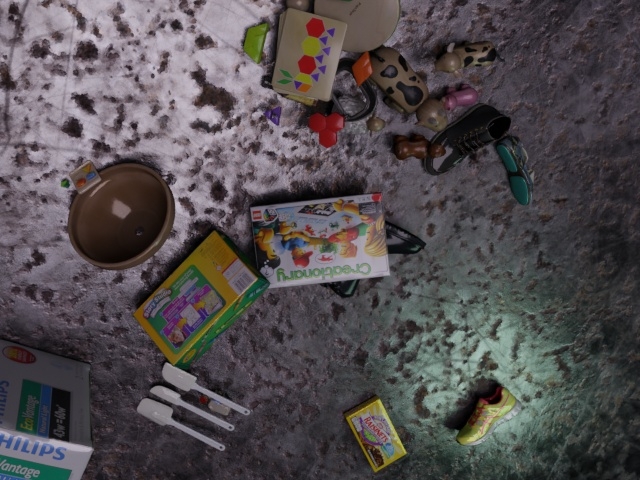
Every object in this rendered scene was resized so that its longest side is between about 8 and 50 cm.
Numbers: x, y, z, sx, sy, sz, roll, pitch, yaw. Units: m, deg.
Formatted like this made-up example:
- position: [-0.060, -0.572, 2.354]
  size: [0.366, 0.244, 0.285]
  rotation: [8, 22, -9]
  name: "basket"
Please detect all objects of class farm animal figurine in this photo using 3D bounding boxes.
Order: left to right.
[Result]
- position: [0.229, -0.338, 1.723]
  size: [0.326, 0.172, 0.330]
  rotation: [23, 101, -21]
  name: "farm animal figurine"

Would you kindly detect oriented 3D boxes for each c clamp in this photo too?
- position: [0.044, -0.321, 1.669]
  size: [0.137, 0.022, 0.161]
  rotation: [-38, 82, 18]
  name: "c clamp"

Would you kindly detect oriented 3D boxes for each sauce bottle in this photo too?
- position: [-0.066, -0.335, 1.714]
  size: [0.128, 0.042, 0.042]
  rotation: [17, 103, -11]
  name: "sauce bottle"

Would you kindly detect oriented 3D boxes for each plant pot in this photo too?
- position: [-0.411, -0.037, 1.654]
  size: [0.237, 0.237, 0.110]
  rotation: [-35, 154, -2]
  name: "plant pot"

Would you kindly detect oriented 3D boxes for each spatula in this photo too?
- position: [-0.310, 0.415, 1.883]
  size: [0.242, 0.019, 0.168]
  rotation: [30, 104, -12]
  name: "spatula"

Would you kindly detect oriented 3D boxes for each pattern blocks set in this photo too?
- position: [-0.026, -0.390, 1.638]
  size: [0.285, 0.026, 0.325]
  rotation: [26, 111, 8]
  name: "pattern blocks set"

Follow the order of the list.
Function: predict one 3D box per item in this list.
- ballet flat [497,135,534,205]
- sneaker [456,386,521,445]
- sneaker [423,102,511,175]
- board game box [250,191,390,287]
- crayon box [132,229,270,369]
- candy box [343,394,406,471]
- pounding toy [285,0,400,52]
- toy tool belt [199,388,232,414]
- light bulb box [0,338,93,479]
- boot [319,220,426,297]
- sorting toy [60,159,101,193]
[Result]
- position: [0.501, -0.177, 1.918]
  size: [0.070, 0.070, 0.188]
  rotation: [-29, 117, -5]
  name: "ballet flat"
- position: [0.449, 0.481, 2.125]
  size: [0.208, 0.081, 0.094]
  rotation: [-38, 107, -8]
  name: "sneaker"
- position: [0.344, -0.234, 1.821]
  size: [0.222, 0.118, 0.083]
  rotation: [-46, 114, 3]
  name: "sneaker"
- position: [0.000, 0.000, 1.776]
  size: [0.305, 0.053, 0.193]
  rotation: [-7, 96, 3]
  name: "board game box"
- position: [-0.271, 0.135, 1.745]
  size: [0.278, 0.165, 0.081]
  rotation: [-45, 157, 3]
  name: "crayon box"
- position: [0.149, 0.522, 2.075]
  size: [0.105, 0.027, 0.206]
  rotation: [-30, 114, -8]
  name: "candy box"
- position: [0.062, -0.500, 1.665]
  size: [0.237, 0.110, 0.183]
  rotation: [-16, 113, 20]
  name: "pounding toy"
- position: [-0.259, 0.397, 1.913]
  size: [0.083, 0.051, 0.052]
  rotation: [27, 115, -10]
  name: "toy tool belt"
- position: [-0.656, 0.470, 1.650]
  size: [0.225, 0.358, 0.361]
  rotation: [21, 103, -23]
  name: "light bulb box"
- position: [0.108, 0.044, 1.861]
  size: [0.246, 0.094, 0.207]
  rotation: [21, 98, -14]
  name: "boot"
- position: [-0.518, -0.130, 1.651]
  size: [0.083, 0.062, 0.012]
  rotation: [-35, 154, -2]
  name: "sorting toy"
